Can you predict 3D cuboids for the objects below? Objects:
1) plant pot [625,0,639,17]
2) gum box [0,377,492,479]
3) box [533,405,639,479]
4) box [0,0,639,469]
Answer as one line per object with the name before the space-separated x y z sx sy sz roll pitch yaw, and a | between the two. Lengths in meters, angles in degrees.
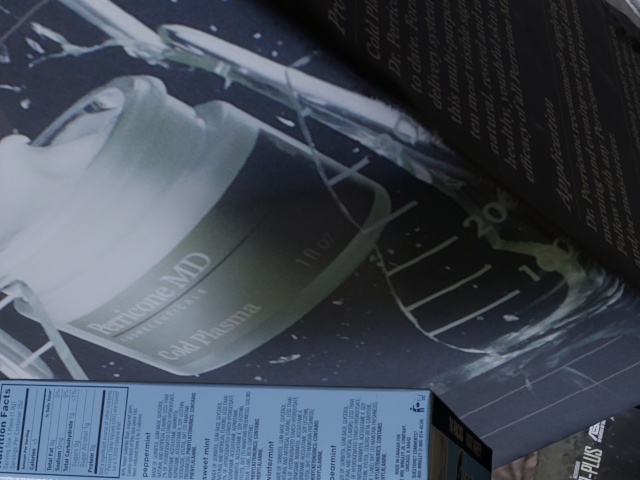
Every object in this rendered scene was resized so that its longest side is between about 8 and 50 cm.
plant pot | 0.153 -0.221 0.502 0.167 0.188 0.187 -38 92 30
gum box | -0.033 0.089 0.511 0.184 0.157 0.041 0 74 15
box | 0.216 0.124 0.925 0.077 0.147 0.180 16 33 19
box | -0.105 -0.038 0.776 0.480 0.472 0.297 -32 39 32
